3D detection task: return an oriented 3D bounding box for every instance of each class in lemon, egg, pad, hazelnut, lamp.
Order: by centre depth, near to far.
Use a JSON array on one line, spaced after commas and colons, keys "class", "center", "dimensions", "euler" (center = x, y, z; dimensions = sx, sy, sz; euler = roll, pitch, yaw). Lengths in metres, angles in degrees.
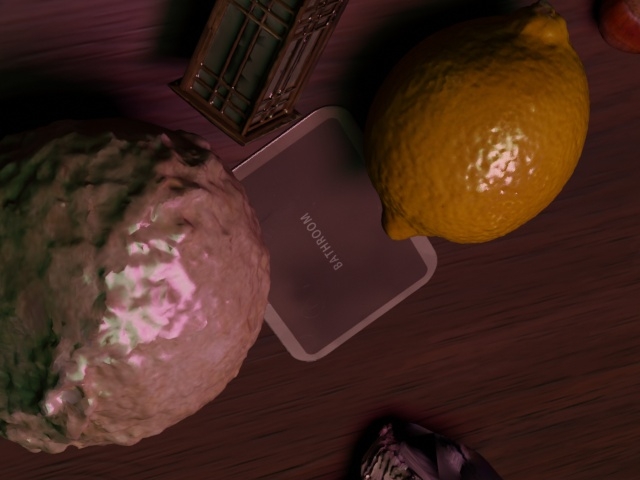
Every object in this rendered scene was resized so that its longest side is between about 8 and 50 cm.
[{"class": "lamp", "center": [-0.009, -0.226, 1.299], "dimensions": [0.089, 0.090, 0.325], "euler": [-32, 155, -51]}, {"class": "egg", "center": [-0.172, 0.036, 1.344], "dimensions": [0.279, 0.279, 0.310], "euler": [-2, 139, -29]}, {"class": "lemon", "center": [0.136, -0.097, 1.470], "dimensions": [0.187, 0.187, 0.244], "euler": [29, 101, -41]}, {"class": "hazelnut", "center": [0.296, -0.206, 1.557], "dimensions": [0.086, 0.086, 0.086], "euler": [-15, 130, -19]}, {"class": "pad", "center": [0.000, 0.000, 1.592], "dimensions": [0.176, 0.002, 0.266], "euler": [-35, 134, -1]}]

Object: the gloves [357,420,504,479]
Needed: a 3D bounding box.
[{"class": "gloves", "center": [0.073, 0.345, 1.805], "dimensions": [0.210, 0.135, 0.312], "euler": [23, 111, -39]}]
